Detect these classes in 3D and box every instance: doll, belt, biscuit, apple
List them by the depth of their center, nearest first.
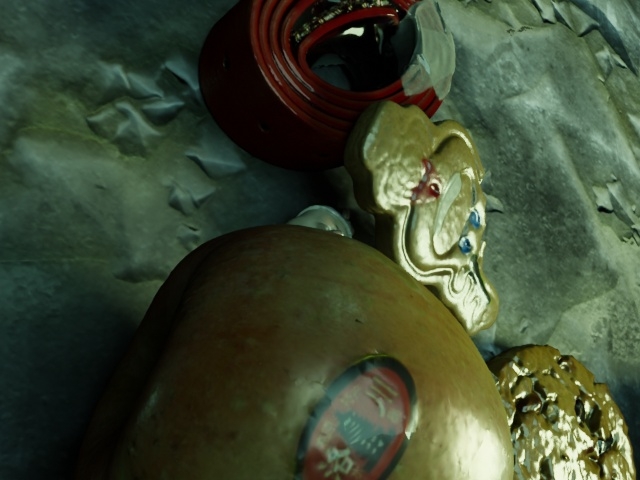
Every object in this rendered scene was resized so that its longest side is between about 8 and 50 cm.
[{"bbox_3d":[-0.013,0.165,0.649,0.305,0.338,0.338,30,57,-15],"label":"apple"},{"bbox_3d":[0.000,0.000,0.886,0.127,0.084,0.073,-34,96,-33],"label":"doll"},{"bbox_3d":[0.133,-0.021,0.937,0.183,0.047,0.320,-39,119,-32],"label":"biscuit"},{"bbox_3d":[0.022,-0.203,0.962,0.324,0.115,0.227,-21,91,-40],"label":"belt"},{"bbox_3d":[0.284,0.262,1.019,0.296,0.075,0.296,15,65,-33],"label":"biscuit"}]

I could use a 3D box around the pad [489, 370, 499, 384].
[{"bbox_3d":[0.082,0.162,0.906,0.158,0.003,0.235,44,49,10],"label":"pad"}]
